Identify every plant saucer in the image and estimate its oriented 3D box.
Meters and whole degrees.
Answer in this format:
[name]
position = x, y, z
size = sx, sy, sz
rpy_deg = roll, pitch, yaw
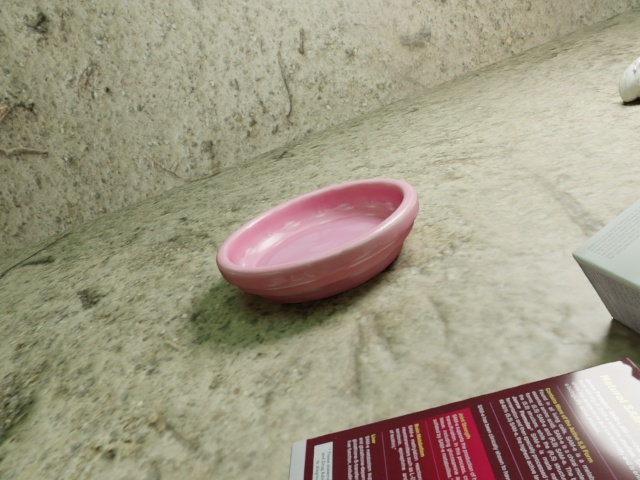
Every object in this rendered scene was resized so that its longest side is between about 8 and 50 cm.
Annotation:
[plant saucer]
position = 0.000, 0.000, 0.789
size = 0.332, 0.084, 0.332
rpy_deg = -17, 20, 6

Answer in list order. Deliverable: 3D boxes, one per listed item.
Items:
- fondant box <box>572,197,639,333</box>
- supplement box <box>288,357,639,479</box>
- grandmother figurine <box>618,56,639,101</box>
[fondant box]
position = 0.368, 0.017, 0.293
size = 0.238, 0.096, 0.330
rpy_deg = -39, 19, 3
[supplement box]
position = 0.100, 0.165, 0.292
size = 0.239, 0.073, 0.130
rpy_deg = -18, 21, 9
[grandmother figurine]
position = 0.723, -0.312, 0.900
size = 0.207, 0.104, 0.342
rpy_deg = 1, 6, -29
